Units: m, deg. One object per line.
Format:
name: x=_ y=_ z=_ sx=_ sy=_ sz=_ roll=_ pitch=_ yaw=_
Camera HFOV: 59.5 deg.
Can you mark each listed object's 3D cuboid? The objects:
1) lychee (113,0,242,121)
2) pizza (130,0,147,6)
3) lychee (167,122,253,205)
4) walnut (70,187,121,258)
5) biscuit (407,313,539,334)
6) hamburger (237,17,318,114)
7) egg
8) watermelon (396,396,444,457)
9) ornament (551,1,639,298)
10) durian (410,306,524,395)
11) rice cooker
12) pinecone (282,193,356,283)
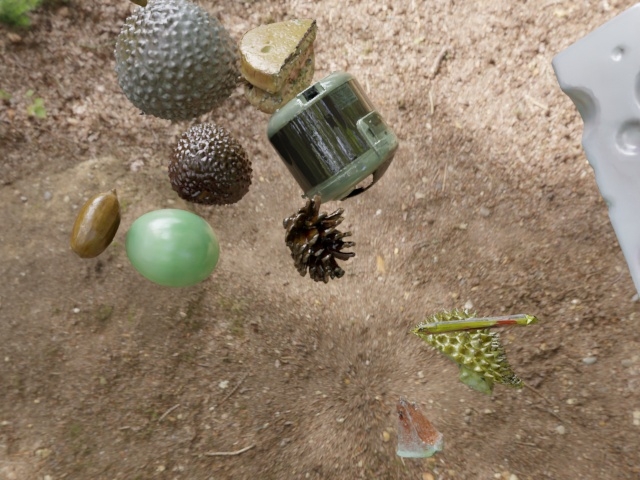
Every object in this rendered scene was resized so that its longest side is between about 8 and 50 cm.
lychee: x=-0.337 y=-0.423 z=1.325 sx=0.300 sy=0.300 sz=0.300 roll=-1 pitch=75 yaw=4
pizza: x=-0.163 y=-0.450 z=0.607 sx=0.406 sy=0.440 sz=0.130 roll=-44 pitch=75 yaw=32
lychee: x=-0.333 y=-0.236 z=1.693 sx=0.272 sy=0.271 sz=0.271 roll=-1 pitch=75 yaw=4
walnut: x=-0.593 y=-0.047 z=1.493 sx=0.116 sy=0.116 sz=0.207 roll=17 pitch=77 yaw=9
biscuit: x=0.290 y=0.155 z=1.040 sx=0.292 sy=0.048 sz=0.026 roll=0 pitch=69 yaw=-29
hamburger: x=-0.181 y=-0.645 z=2.078 sx=0.287 sy=0.268 sz=0.445 roll=14 pitch=50 yaw=13
egg: x=-0.418 y=0.021 z=1.586 sx=0.270 sy=0.220 sz=0.220 roll=11 pitch=76 yaw=14
watermelon: x=0.240 y=0.486 z=1.436 sx=0.158 sy=0.098 sz=0.121 roll=51 pitch=128 yaw=23
ornament: x=0.389 y=-0.094 z=0.465 sx=0.239 sy=0.240 sz=0.239 roll=-1 pitch=71 yaw=-42
durian: x=0.362 y=0.277 z=1.386 sx=0.306 sy=0.166 sz=0.172 roll=28 pitch=39 yaw=20
rice cooker: x=0.047 y=-0.282 z=1.617 sx=0.335 sy=0.335 sz=0.325 roll=-35 pitch=95 yaw=-5
pinecone: x=-0.004 y=0.000 z=1.251 sx=0.150 sy=0.179 sz=0.195 roll=-16 pitch=74 yaw=-9
